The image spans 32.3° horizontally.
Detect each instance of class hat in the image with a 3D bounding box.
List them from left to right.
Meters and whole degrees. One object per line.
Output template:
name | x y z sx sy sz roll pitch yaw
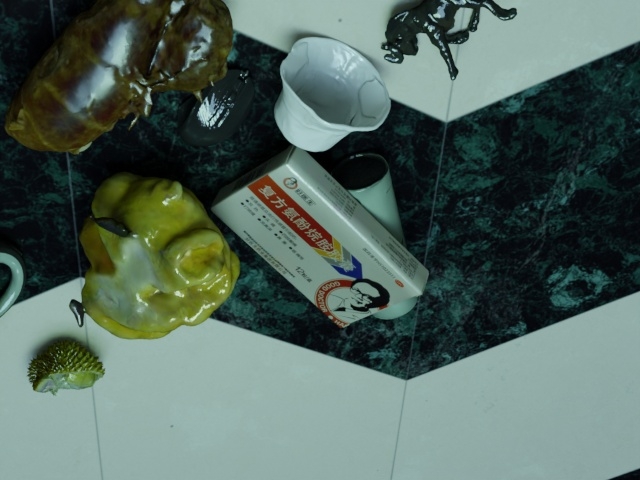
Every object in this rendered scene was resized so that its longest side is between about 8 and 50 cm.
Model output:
hat | 0.002 -0.225 1.826 0.203 0.203 0.126 16 142 -21

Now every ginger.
ginger | -0.306 -0.263 1.729 0.418 0.176 0.254 -40 119 16

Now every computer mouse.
computer mouse | -0.175 -0.217 1.861 0.099 0.057 0.172 31 116 -28

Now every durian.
durian | -0.509 0.256 2.191 0.146 0.102 0.208 3 157 -34

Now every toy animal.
toy animal | 0.203 -0.361 1.787 0.148 0.084 0.233 27 124 -26

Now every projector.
projector | 0.104 -0.003 2.053 0.108 0.108 0.337 -14 131 3

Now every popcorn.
popcorn | -0.288 0.016 1.936 0.316 0.281 0.297 -25 95 47

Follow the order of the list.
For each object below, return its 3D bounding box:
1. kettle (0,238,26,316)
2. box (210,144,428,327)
kettle | -0.640 0.096 2.002 0.221 0.161 0.236 -14 134 -34
box | 0.000 0.000 1.977 0.353 0.069 0.214 42 135 -22
